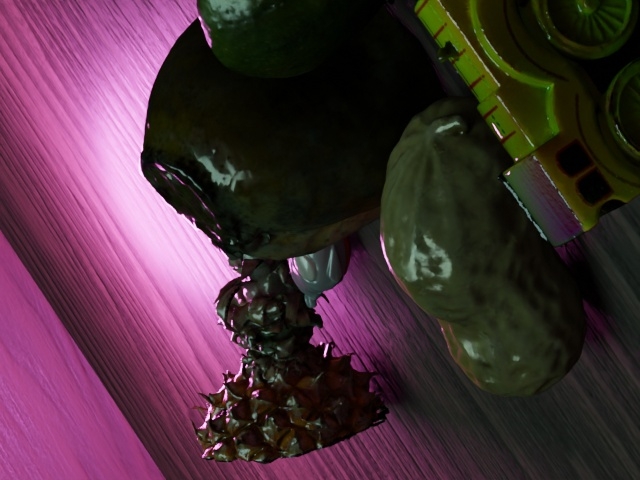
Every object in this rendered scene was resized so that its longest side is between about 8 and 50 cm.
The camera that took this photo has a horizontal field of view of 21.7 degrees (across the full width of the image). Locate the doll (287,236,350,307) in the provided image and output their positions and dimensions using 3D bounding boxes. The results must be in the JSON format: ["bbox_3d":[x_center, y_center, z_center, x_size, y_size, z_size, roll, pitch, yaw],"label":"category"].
[{"bbox_3d":[0.000,0.000,1.938,0.227,0.075,0.102,101,150,-48],"label":"doll"}]

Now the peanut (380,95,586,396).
[{"bbox_3d":[0.139,0.017,1.512,0.143,0.159,0.291,27,144,60],"label":"peanut"}]

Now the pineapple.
[{"bbox_3d":[-0.062,0.117,2.102,0.262,0.262,0.272,3,106,66],"label":"pineapple"}]

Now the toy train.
[{"bbox_3d":[0.159,-0.144,1.232,0.296,0.160,0.100,57,166,2],"label":"toy train"}]

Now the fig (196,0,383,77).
[{"bbox_3d":[0.018,-0.245,1.430,0.235,0.203,0.203,-2,130,18],"label":"fig"}]

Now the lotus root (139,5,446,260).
[{"bbox_3d":[-0.042,-0.126,1.571,0.267,0.260,0.149,54,159,9],"label":"lotus root"}]
